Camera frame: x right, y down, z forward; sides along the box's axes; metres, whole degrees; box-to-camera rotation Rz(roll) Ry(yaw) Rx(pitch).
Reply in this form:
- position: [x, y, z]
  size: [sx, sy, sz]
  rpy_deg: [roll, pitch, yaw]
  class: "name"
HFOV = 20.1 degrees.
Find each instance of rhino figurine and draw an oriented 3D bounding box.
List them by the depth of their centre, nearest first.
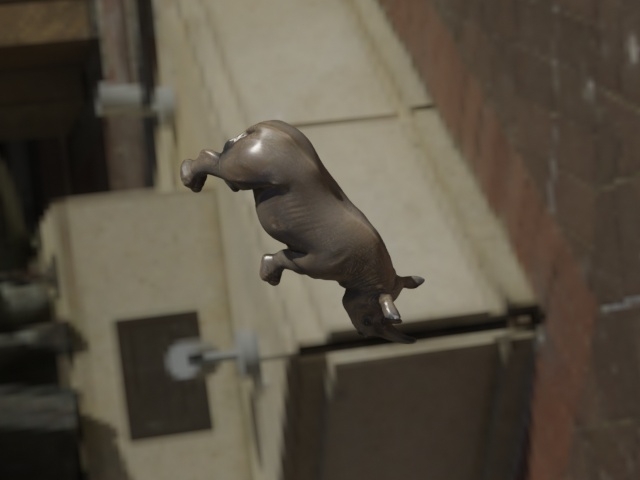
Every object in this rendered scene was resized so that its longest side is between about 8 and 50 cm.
- position: [0.000, 0.000, 1.493]
  size: [0.106, 0.073, 0.243]
  rpy_deg: [-29, 108, 42]
  class: "rhino figurine"
